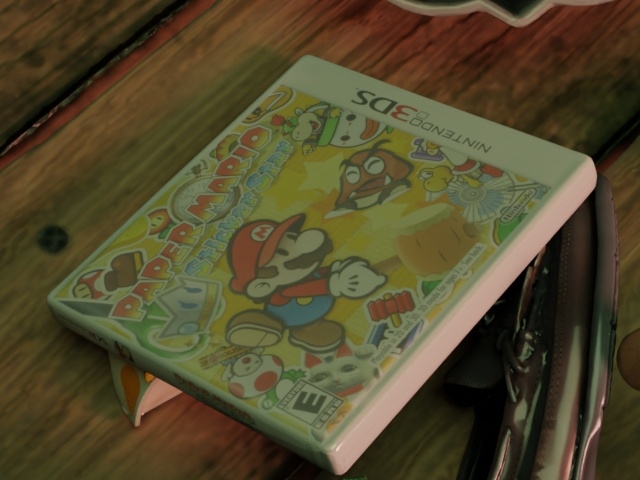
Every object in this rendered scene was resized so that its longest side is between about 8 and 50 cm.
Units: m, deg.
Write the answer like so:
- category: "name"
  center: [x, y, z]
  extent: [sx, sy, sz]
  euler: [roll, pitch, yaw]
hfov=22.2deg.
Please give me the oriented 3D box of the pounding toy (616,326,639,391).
- category: "pounding toy"
  center: [0.228, 0.114, 0.847]
  extent: [0.206, 0.094, 0.181]
  euler: [40, 70, -5]

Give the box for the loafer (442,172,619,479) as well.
- category: "loafer"
  center: [0.100, 0.098, 0.856]
  extent: [0.095, 0.109, 0.302]
  euler: [7, 69, 2]

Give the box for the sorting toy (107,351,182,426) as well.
- category: "sorting toy"
  center: [-0.086, 0.048, 0.897]
  extent: [0.083, 0.045, 0.075]
  euler: [-29, 53, -17]

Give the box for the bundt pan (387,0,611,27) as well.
- category: "bundt pan"
  center: [0.103, -0.291, 0.965]
  extent: [0.331, 0.124, 0.330]
  euler: [0, 96, 2]

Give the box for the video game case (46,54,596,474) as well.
- category: "video game case"
  center: [0.000, 0.000, 0.871]
  extent: [0.206, 0.026, 0.227]
  euler: [24, 57, 35]

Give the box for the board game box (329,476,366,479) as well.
- category: "board game box"
  center: [-0.111, 0.157, 0.789]
  extent: [0.260, 0.136, 0.030]
  euler: [-5, 69, -7]
